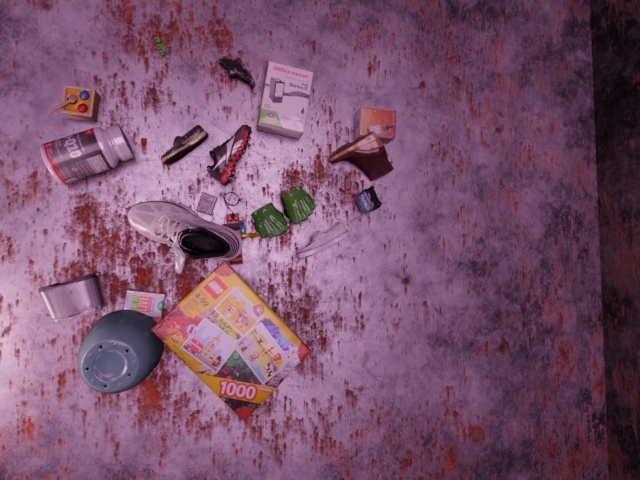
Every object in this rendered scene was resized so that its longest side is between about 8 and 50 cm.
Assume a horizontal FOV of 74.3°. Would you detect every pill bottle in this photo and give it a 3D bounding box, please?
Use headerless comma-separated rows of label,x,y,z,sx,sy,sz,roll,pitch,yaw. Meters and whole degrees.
pill bottle,-0.881,-0.335,1.613,0.283,0.161,0.162,-24,93,-13

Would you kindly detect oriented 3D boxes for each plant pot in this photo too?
plant pot,-0.748,0.426,1.564,0.292,0.235,0.294,-1,93,-14

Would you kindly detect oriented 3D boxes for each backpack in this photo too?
backpack,0.208,-0.176,1.894,0.084,0.114,0.105,-27,91,-13

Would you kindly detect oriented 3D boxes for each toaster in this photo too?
toaster,-0.924,0.215,1.600,0.226,0.129,0.147,-16,95,-16

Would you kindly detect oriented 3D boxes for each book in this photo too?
book,-0.707,0.253,1.700,0.144,0.035,0.097,9,90,-14

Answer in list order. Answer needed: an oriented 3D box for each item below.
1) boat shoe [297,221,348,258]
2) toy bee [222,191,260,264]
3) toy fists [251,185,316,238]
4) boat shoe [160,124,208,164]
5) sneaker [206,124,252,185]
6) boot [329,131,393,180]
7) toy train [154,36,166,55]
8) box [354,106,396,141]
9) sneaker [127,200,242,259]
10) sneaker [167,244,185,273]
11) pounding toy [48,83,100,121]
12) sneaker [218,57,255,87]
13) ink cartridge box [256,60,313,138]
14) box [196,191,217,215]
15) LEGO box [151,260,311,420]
boat shoe,0.000,0.000,1.857,0.258,0.095,0.084,-27,90,-24
toy bee,-0.366,-0.046,1.727,0.195,0.162,0.299,-27,94,-11
toy fists,-0.154,-0.110,1.817,0.279,0.096,0.142,-31,85,-11
boat shoe,-0.568,-0.397,1.738,0.223,0.080,0.073,-40,91,-17
sneaker,-0.385,-0.376,1.767,0.135,0.097,0.276,26,83,-13
boot,0.185,-0.349,1.905,0.248,0.090,0.207,-25,117,14
toy train,-0.666,-0.808,1.759,0.023,0.017,0.083,-25,94,-24
box,0.250,-0.525,1.930,0.170,0.091,0.130,2,87,-13
sneaker,-0.512,-0.047,1.531,0.446,0.257,0.169,18,88,-2
sneaker,-0.616,0.010,1.697,0.150,0.094,0.256,-1,79,-19
pounding toy,-0.951,-0.528,1.635,0.141,0.100,0.130,6,86,-13
sneaker,-0.358,-0.716,1.815,0.089,0.051,0.170,-32,90,-13
ink cartridge box,-0.154,-0.602,1.823,0.198,0.114,0.273,9,86,-13
box,-0.478,-0.154,1.776,0.067,0.018,0.084,18,84,-12
LEGO box,-0.348,0.387,1.696,0.372,0.193,0.500,-44,98,-11
